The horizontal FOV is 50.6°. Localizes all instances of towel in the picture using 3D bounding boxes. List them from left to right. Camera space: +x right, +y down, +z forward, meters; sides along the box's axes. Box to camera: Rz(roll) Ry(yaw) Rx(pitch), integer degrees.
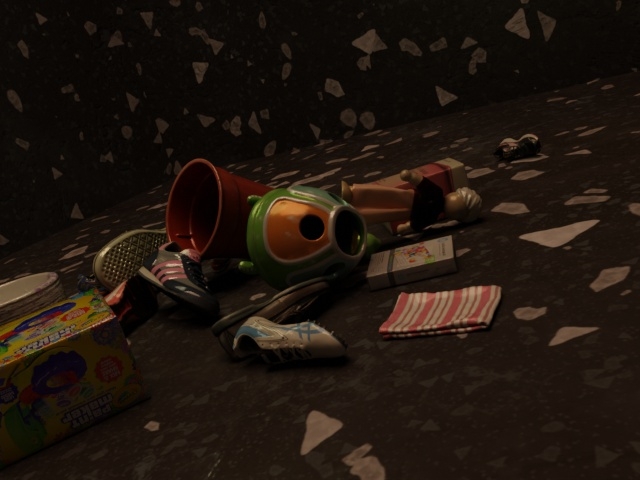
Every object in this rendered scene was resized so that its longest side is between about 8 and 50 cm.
[{"bbox_3d":[0.213,0.123,1.193,0.197,0.029,0.144,-10,18,26],"label":"towel"}]

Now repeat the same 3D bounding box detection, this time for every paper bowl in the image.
[{"bbox_3d":[-0.834,0.205,1.852,0.284,0.148,0.284,-17,15,5],"label":"paper bowl"}]

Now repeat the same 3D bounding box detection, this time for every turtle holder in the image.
[{"bbox_3d":[-0.008,0.012,1.518,0.228,0.320,0.243,-7,50,36],"label":"turtle holder"}]

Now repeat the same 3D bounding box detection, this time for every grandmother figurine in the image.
[{"bbox_3d":[0.222,-0.083,1.658,0.343,0.207,0.104,0,59,1],"label":"grandmother figurine"}]

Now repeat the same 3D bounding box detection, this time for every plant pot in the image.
[{"bbox_3d":[-0.235,-0.061,1.832,0.265,0.272,0.272,10,-6,-41],"label":"plant pot"}]

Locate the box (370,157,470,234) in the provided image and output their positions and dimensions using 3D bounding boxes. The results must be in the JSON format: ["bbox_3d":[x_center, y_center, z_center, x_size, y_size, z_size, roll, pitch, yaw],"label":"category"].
[{"bbox_3d":[0.269,-0.121,1.805,0.233,0.126,0.148,-18,15,-1],"label":"box"}]

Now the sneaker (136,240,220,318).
[{"bbox_3d":[-0.324,0.083,1.627,0.319,0.112,0.131,24,72,44],"label":"sneaker"}]

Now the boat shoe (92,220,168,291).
[{"bbox_3d":[-0.504,0.043,2.012,0.156,0.186,0.500,-16,9,26],"label":"boat shoe"}]

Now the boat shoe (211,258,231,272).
[{"bbox_3d":[-0.294,0.053,1.983,0.049,0.043,0.137,-18,14,7],"label":"boat shoe"}]

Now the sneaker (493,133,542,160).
[{"bbox_3d":[0.615,-0.280,2.127,0.077,0.072,0.178,-36,13,-20],"label":"sneaker"}]

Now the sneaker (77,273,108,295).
[{"bbox_3d":[-0.647,0.109,2.096,0.221,0.087,0.083,-26,18,-27],"label":"sneaker"}]

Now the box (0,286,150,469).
[{"bbox_3d":[-0.515,0.248,1.291,0.290,0.177,0.279,-24,17,-22],"label":"box"}]

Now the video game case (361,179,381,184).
[{"bbox_3d":[0.185,-0.192,2.371,0.122,0.011,0.087,-10,17,27],"label":"video game case"}]

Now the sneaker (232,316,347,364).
[{"bbox_3d":[-0.055,0.187,1.197,0.237,0.085,0.086,-1,48,38],"label":"sneaker"}]

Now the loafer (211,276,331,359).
[{"bbox_3d":[-0.085,0.156,1.357,0.268,0.084,0.096,-22,-16,-29],"label":"loafer"}]

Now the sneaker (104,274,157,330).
[{"bbox_3d":[-0.524,0.176,1.672,0.136,0.115,0.314,-16,13,22],"label":"sneaker"}]

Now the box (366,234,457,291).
[{"bbox_3d":[0.197,0.048,1.459,0.186,0.038,0.145,-13,16,14],"label":"box"}]
